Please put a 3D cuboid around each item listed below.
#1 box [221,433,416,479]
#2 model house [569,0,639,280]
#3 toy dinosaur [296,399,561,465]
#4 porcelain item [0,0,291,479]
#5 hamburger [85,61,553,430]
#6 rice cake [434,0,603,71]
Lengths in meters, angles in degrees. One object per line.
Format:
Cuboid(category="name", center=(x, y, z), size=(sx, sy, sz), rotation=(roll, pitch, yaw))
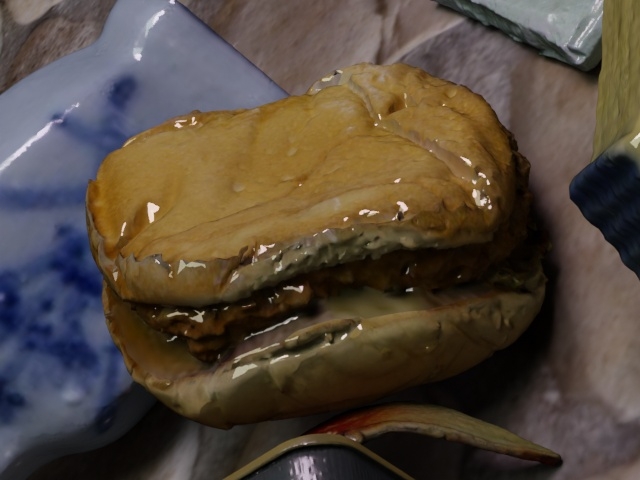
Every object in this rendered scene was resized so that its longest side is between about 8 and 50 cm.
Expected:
Cuboid(category="box", center=(0.013, 0.200, 0.836), size=(0.144, 0.201, 0.090), rotation=(-32, 44, 22))
Cuboid(category="model house", center=(0.268, -0.064, 0.781), size=(0.321, 0.261, 0.266), rotation=(113, 165, -80))
Cuboid(category="toy dinosaur", center=(-0.025, 0.188, 0.968), size=(0.327, 0.113, 0.206), rotation=(-33, -3, -9))
Cuboid(category="porcelain item", center=(-0.193, 0.021, 1.178), size=(0.405, 0.242, 0.178), rotation=(-52, 13, -5))
Cuboid(category="hamburger", center=(-0.001, 0.001, 1.013), size=(0.283, 0.144, 0.259), rotation=(-17, 29, 1))
Cuboid(category="rice cake", center=(0.150, -0.187, 1.167), size=(0.085, 0.040, 0.226), rotation=(-51, 36, -1))
